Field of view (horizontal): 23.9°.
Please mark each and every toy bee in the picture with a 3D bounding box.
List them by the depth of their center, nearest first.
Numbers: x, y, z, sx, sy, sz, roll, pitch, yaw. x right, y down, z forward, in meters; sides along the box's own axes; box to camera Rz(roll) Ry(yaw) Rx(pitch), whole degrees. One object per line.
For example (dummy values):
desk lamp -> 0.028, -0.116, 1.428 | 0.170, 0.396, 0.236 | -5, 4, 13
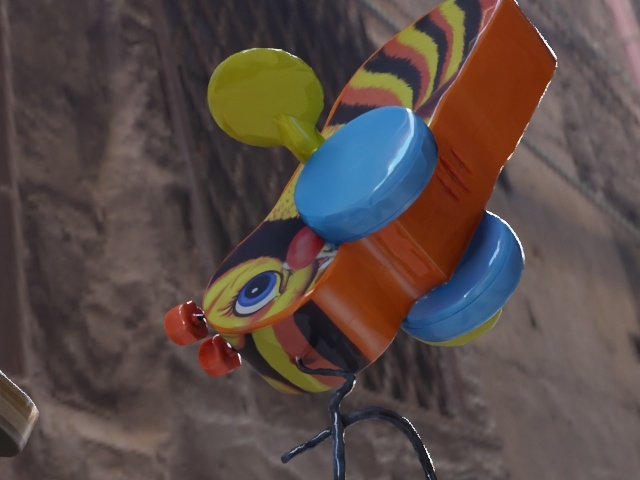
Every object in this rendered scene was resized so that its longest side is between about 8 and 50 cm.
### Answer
toy bee -> 0.000, 0.000, 0.714 | 0.162, 0.195, 0.298 | -14, 19, 39

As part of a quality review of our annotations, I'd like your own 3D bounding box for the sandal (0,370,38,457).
sandal -> -0.205, 0.010, 0.716 | 0.088, 0.079, 0.240 | 0, -37, 31
